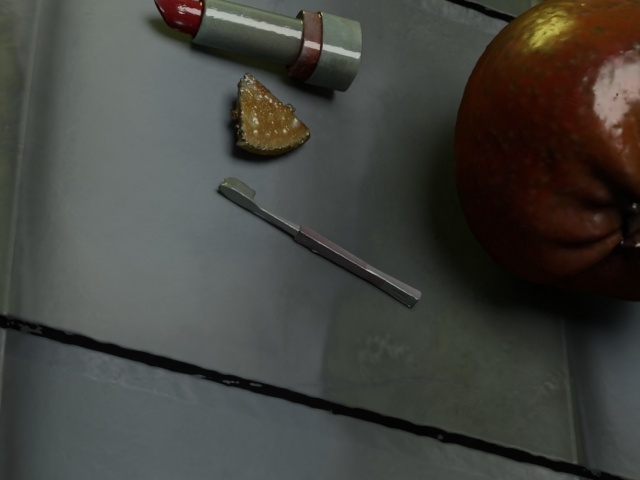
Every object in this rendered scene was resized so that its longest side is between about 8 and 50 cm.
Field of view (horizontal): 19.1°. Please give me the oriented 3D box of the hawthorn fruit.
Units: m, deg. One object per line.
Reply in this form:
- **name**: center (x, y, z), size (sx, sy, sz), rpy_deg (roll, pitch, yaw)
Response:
- **hawthorn fruit**: center (0.241, -0.102, 1.661), size (0.277, 0.277, 0.298), rpy_deg (9, 29, -27)

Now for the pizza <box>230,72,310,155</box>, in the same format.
- **pizza**: center (-0.051, -0.105, 1.631), size (0.083, 0.025, 0.078), rpy_deg (-7, 67, -43)

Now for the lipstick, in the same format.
- **lipstick**: center (-0.059, -0.182, 1.665), size (0.186, 0.057, 0.063), rpy_deg (12, 52, -17)

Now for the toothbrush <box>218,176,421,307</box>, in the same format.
- **toothbrush**: center (0.000, 0.002, 1.592), size (0.194, 0.014, 0.017), rpy_deg (32, 46, -8)
